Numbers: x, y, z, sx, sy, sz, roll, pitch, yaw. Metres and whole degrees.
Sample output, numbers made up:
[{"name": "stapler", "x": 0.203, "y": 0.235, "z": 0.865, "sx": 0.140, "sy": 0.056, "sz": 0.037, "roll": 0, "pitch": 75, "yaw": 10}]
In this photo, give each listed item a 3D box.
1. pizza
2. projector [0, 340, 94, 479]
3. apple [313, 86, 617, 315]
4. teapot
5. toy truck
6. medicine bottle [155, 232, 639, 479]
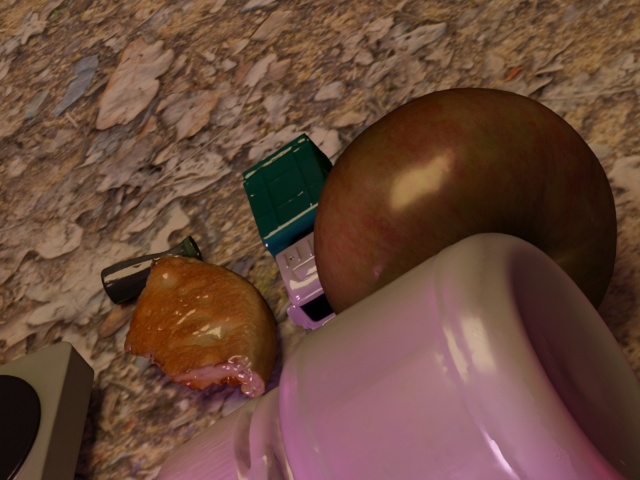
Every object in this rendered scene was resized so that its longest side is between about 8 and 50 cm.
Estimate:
[{"name": "pizza", "x": -0.116, "y": 0.086, "z": 1.800, "sx": 0.134, "sy": 0.056, "sz": 0.271, "roll": -42, "pitch": 34, "yaw": -14}, {"name": "projector", "x": -0.349, "y": 0.241, "z": 1.792, "sx": 0.257, "sy": 0.079, "sz": 0.259, "roll": -22, "pitch": 35, "yaw": 20}, {"name": "apple", "x": 0.115, "y": -0.011, "z": 1.528, "sx": 0.257, "sy": 0.257, "sz": 0.234, "roll": -34, "pitch": 35, "yaw": 2}, {"name": "teapot", "x": -0.176, "y": 0.029, "z": 1.945, "sx": 0.110, "sy": 0.043, "sz": 0.043, "roll": -23, "pitch": 34, "yaw": 11}, {"name": "toy truck", "x": 0.000, "y": 0.000, "z": 1.747, "sx": 0.114, "sy": 0.124, "sz": 0.253, "roll": -33, "pitch": 31, "yaw": 8}, {"name": "medicine bottle", "x": 0.065, "y": 0.171, "z": 1.343, "sx": 0.325, "sy": 0.256, "sz": 0.256, "roll": -34, "pitch": 31, "yaw": 22}]
